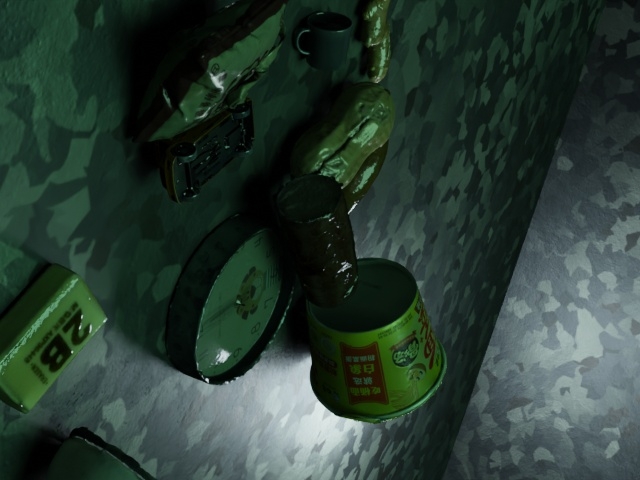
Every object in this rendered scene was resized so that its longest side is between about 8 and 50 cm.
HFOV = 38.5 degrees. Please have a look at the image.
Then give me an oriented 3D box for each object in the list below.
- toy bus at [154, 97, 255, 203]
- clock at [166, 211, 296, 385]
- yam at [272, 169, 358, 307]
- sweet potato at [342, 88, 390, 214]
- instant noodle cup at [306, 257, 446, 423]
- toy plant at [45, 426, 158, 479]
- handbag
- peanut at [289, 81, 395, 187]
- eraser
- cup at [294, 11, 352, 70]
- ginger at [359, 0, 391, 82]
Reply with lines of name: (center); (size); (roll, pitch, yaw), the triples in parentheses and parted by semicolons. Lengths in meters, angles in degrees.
toy bus: (-0.175, -0.138, 1.334); (0.194, 0.088, 0.083); (-46, 148, -41)
clock: (-0.146, 0.105, 1.607); (0.312, 0.061, 0.313); (-44, 146, -41)
yam: (0.001, 0.001, 1.606); (0.131, 0.131, 0.280); (-55, 153, -25)
sweet potato: (0.071, -0.151, 1.794); (0.079, 0.108, 0.346); (31, 81, -28)
instant noodle cup: (0.102, 0.195, 1.917); (0.311, 0.311, 0.222); (-48, 138, -36)
toy plant: (-0.368, 0.459, 1.284); (0.332, 0.247, 0.247); (-51, 149, -27)
handbag: (-0.147, -0.240, 1.251); (0.213, 0.127, 0.235); (-46, -176, 47)
peanut: (0.044, -0.186, 1.670); (0.290, 0.130, 0.130); (-51, 149, -29)
eraser: (-0.367, 0.129, 1.205); (0.172, 0.058, 0.117); (-53, 150, -27)
cup: (0.002, -0.334, 1.548); (0.100, 0.078, 0.077); (-10, 130, -21)
ginger: (0.103, -0.416, 1.682); (0.089, 0.075, 0.288); (-44, 150, -31)
